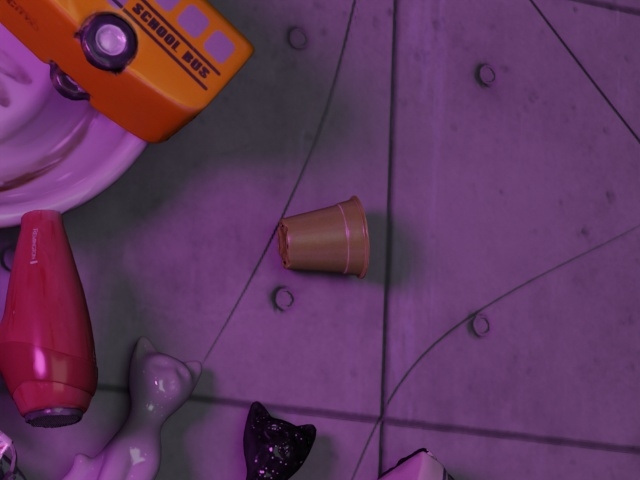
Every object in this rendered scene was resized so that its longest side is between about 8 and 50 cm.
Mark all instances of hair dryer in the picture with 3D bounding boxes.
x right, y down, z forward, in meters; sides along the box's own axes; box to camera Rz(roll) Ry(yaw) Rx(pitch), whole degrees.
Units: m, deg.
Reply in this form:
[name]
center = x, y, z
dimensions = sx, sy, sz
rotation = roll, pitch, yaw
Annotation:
[hair dryer]
center = -0.301, 0.099, 1.639
dimensions = 0.223, 0.080, 0.293
rotation = 32, 77, 9

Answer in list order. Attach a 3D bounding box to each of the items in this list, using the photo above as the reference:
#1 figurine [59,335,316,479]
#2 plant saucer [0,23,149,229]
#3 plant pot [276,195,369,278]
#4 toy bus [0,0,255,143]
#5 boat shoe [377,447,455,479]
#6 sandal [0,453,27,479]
[figurine]
center = -0.121, 0.214, 1.765
dimensions = 0.215, 0.092, 0.209
rotation = 32, 58, -14
[plant saucer]
center = -0.333, -0.196, 1.752
dimensions = 0.400, 0.100, 0.401
rotation = 6, 75, -24
[plant pot]
center = 0.000, 0.000, 1.876
dimensions = 0.079, 0.083, 0.083
rotation = -5, 79, -14
[toy bus]
center = -0.226, -0.233, 1.694
dimensions = 0.332, 0.108, 0.130
rotation = 43, 63, -10
[boat shoe]
center = 0.101, 0.348, 1.746
dimensions = 0.158, 0.127, 0.340
rotation = 42, 35, -13
[sandal]
center = -0.237, 0.385, 1.647
dimensions = 0.167, 0.107, 0.446
rotation = -31, 90, -28
